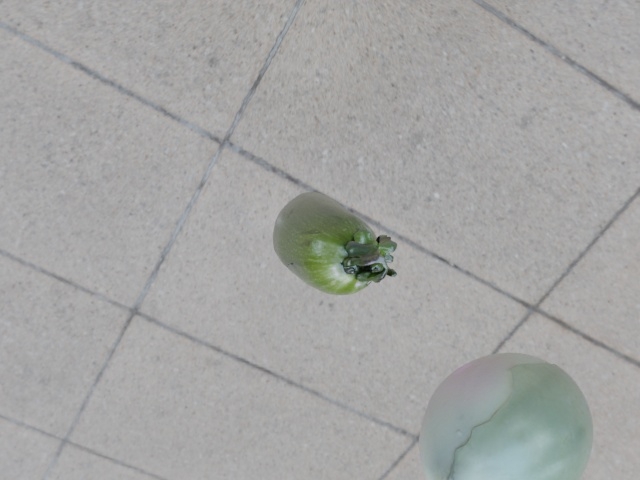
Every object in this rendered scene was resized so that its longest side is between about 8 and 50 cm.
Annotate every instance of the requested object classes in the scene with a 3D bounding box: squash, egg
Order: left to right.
[{"bbox_3d":[-0.002,-0.002,0.553,0.071,0.318,0.080,-40,96,-1],"label":"squash"},{"bbox_3d":[0.206,0.227,0.734,0.183,0.217,0.182,8,102,40],"label":"egg"}]
